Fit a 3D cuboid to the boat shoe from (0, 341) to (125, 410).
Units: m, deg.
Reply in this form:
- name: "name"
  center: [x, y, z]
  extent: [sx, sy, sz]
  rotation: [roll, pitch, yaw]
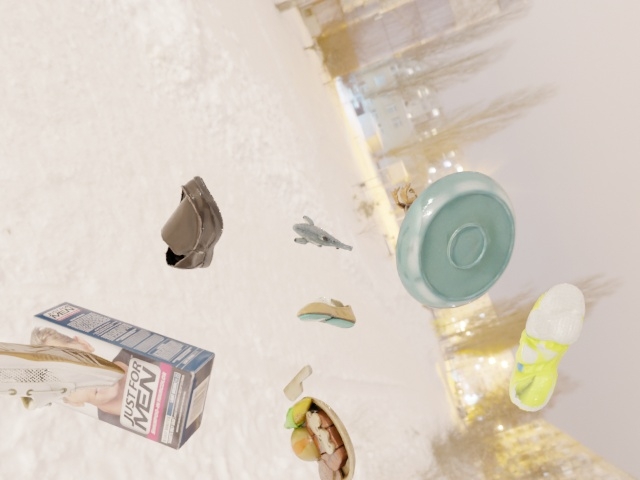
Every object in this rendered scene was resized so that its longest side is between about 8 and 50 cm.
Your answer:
- name: "boat shoe"
  center: [-0.453, 0.223, 0.908]
  extent: [0.277, 0.098, 0.096]
  rotation: [21, 83, -46]

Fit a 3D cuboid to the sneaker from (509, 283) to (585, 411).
- name: "sneaker"
  center: [0.408, 0.193, 1.047]
  extent: [0.091, 0.240, 0.126]
  rotation: [25, -2, 14]

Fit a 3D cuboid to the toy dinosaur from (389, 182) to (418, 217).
- name: "toy dinosaur"
  center: [0.204, -0.066, 1.268]
  extent: [0.112, 0.064, 0.211]
  rotation: [53, 37, -14]

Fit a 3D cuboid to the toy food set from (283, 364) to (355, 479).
- name: "toy food set"
  center: [-0.002, 0.270, 0.750]
  extent: [0.192, 0.039, 0.132]
  rotation: [57, -33, 21]

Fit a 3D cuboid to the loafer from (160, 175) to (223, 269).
- name: "loafer"
  center: [-0.205, -0.011, 0.878]
  extent: [0.080, 0.078, 0.220]
  rotation: [57, -29, 24]

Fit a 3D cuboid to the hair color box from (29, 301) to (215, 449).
- name: "hair color box"
  center: [-0.399, 0.262, 1.118]
  extent: [0.105, 0.347, 0.173]
  rotation: [-37, 142, -72]

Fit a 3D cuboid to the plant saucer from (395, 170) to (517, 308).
- name: "plant saucer"
  center: [0.311, 0.009, 1.231]
  extent: [0.044, 0.318, 0.317]
  rotation: [36, -26, 61]

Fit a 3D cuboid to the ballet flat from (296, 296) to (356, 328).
- name: "ballet flat"
  center: [0.012, 0.190, 1.529]
  extent: [0.232, 0.080, 0.073]
  rotation: [23, 54, -51]

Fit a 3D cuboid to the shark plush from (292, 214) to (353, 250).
- name: "shark plush"
  center: [0.000, 0.000, 1.416]
  extent: [0.161, 0.073, 0.067]
  rotation: [34, -6, -7]
